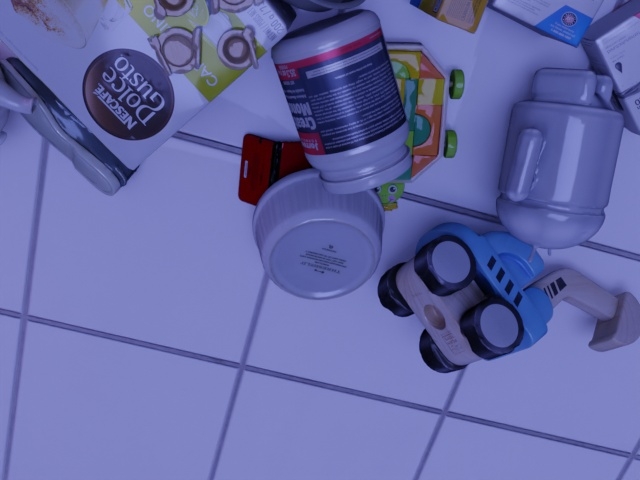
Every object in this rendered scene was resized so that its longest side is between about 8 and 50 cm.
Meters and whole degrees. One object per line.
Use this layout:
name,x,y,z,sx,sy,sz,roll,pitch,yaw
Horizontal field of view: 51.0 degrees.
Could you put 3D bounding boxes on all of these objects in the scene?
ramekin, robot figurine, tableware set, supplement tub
ramekin,0.000,0.000,1.326,0.272,0.127,0.273,-3,130,-3
robot figurine,0.443,-0.136,1.254,0.299,0.199,0.354,-2,104,-42
tableware set,-0.159,-0.302,0.925,0.168,0.020,0.141,-6,115,0
supplement tub,0.043,-0.237,1.155,0.191,0.191,0.272,-17,112,7

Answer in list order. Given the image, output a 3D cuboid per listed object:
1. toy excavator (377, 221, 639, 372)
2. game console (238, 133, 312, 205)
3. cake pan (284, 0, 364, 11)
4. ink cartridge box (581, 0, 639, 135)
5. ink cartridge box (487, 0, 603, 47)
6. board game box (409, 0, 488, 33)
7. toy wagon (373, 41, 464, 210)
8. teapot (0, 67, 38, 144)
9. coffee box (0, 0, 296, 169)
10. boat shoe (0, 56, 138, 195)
toy excavator,0.413,0.112,1.369,0.445,0.222,0.433,-32,83,-27
game console,-0.092,-0.141,1.366,0.124,0.085,0.144,20,115,25
cake pan,-0.031,-0.487,1.046,0.054,0.293,0.293,-20,117,47
ink cartridge box,0.608,-0.330,1.250,0.158,0.092,0.218,-32,112,13
ink cartridge box,0.399,-0.481,1.140,0.171,0.168,0.233,22,111,-10
board game box,0.231,-0.472,1.063,0.064,0.317,0.242,17,112,-7
toy wagon,0.135,-0.208,1.310,0.267,0.068,0.345,1,113,-1
teapot,-0.659,-0.237,1.215,0.252,0.256,0.187,-45,127,1
coffee box,-0.274,-0.377,1.086,0.334,0.338,0.338,-37,109,14
boat shoe,-0.482,-0.232,1.296,0.319,0.116,0.099,48,61,-10
